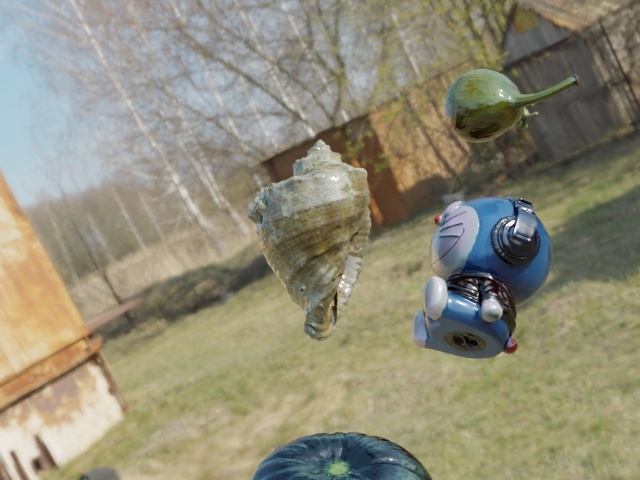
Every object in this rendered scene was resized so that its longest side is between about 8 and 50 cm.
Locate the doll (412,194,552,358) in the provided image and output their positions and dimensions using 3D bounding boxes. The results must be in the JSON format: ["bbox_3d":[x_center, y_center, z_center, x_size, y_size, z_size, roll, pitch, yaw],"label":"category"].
[{"bbox_3d":[0.305,0.057,1.623,0.284,0.240,0.310,125,167,-59],"label":"doll"}]

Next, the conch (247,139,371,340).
[{"bbox_3d":[-0.015,-0.007,1.602,0.210,0.352,0.297,21,10,24],"label":"conch"}]

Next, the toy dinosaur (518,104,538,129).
[{"bbox_3d":[0.385,-0.264,1.734,0.060,0.119,0.029,-41,29,38],"label":"toy dinosaur"}]

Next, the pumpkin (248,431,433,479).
[{"bbox_3d":[0.017,0.270,0.831,0.202,0.140,0.202,-1,20,0],"label":"pumpkin"}]

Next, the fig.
[{"bbox_3d":[0.346,-0.252,1.568,0.245,0.149,0.149,-5,20,44],"label":"fig"}]
